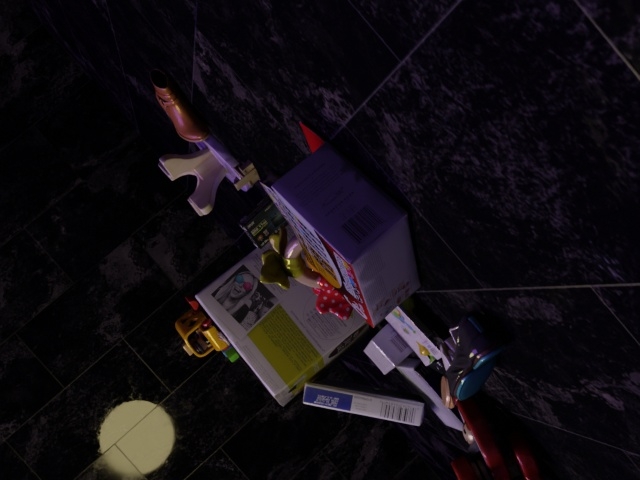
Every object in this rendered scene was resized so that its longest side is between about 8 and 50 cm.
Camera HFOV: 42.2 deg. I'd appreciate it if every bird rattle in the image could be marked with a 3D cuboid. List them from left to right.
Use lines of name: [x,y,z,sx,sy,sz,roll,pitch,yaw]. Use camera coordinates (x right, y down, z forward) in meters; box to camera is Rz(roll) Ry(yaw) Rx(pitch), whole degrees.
bird rattle: [-0.002,0.061,1.816,0.254,0.143,0.207,30,130,-9]

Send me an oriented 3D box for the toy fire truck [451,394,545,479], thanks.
toy fire truck: [0.369,0.464,1.866,0.302,0.169,0.254,61,-177,-48]

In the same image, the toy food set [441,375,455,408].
toy food set: [0.302,0.356,1.968,0.083,0.020,0.082,99,170,-81]

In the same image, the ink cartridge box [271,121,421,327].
ink cartridge box: [0.033,-0.023,1.481,0.272,0.130,0.309,45,170,26]

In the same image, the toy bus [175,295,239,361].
toy bus: [-0.325,0.262,2.253,0.191,0.104,0.202,48,170,20]

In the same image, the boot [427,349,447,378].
boot: [0.287,0.294,1.852,0.099,0.045,0.121,47,169,-4]

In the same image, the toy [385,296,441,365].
toy: [0.173,0.150,1.731,0.237,0.056,0.137,51,163,8]

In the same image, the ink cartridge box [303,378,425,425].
ink cartridge box: [0.137,0.455,2.357,0.324,0.071,0.330,8,173,11]

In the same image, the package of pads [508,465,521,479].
package of pads: [0.490,0.672,2.014,0.296,0.101,0.229,40,140,44]

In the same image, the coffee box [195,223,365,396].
coffee box: [-0.090,0.209,2.285,0.338,0.334,0.337,50,171,12]

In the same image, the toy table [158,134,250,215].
toy table: [-0.329,-0.191,2.325,0.274,0.161,0.252,39,166,48]

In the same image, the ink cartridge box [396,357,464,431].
ink cartridge box: [0.307,0.401,2.158,0.223,0.045,0.224,49,170,-3]

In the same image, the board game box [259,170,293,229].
board game box: [0.000,0.000,1.963,0.208,0.056,0.347,28,158,52]

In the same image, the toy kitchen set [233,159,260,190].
toy kitchen set: [-0.210,-0.175,2.126,0.075,0.068,0.083,44,169,27]

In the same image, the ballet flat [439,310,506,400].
ballet flat: [0.264,0.195,1.462,0.096,0.095,0.280,55,163,22]

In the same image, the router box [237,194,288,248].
router box: [-0.142,-0.052,2.149,0.038,0.122,0.092,31,161,48]

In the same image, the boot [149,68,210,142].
boot: [-0.375,-0.352,2.173,0.197,0.073,0.152,40,163,28]

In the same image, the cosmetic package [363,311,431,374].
cosmetic package: [0.172,0.233,1.900,0.085,0.117,0.231,48,169,8]
